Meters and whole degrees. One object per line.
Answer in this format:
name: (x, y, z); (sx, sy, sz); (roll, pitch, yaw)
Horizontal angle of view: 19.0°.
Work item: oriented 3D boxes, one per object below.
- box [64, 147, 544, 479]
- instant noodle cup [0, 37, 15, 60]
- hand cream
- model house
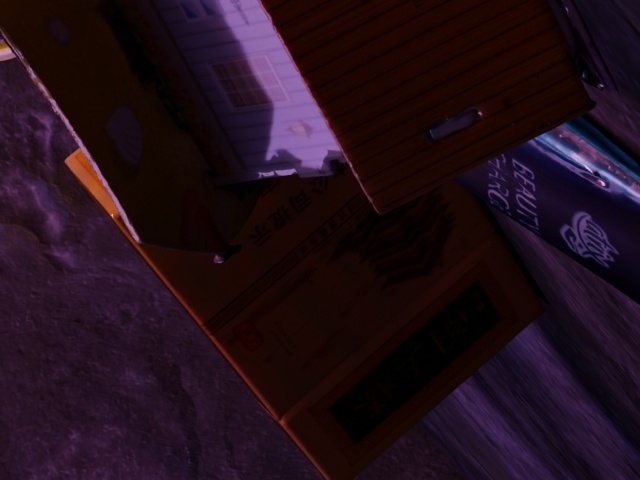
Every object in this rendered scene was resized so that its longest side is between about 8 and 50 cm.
box: (0.000, 0.000, 1.105); (0.076, 0.174, 0.274); (45, 173, 49)
instant noodle cup: (-0.228, -0.245, 1.200); (0.213, 0.213, 0.174); (47, 166, 24)
hand cream: (0.069, -0.057, 0.830); (0.270, 0.061, 0.120); (39, 166, 23)
model house: (0.003, -0.127, 0.562); (0.136, 0.207, 0.219); (-6, 123, 38)
